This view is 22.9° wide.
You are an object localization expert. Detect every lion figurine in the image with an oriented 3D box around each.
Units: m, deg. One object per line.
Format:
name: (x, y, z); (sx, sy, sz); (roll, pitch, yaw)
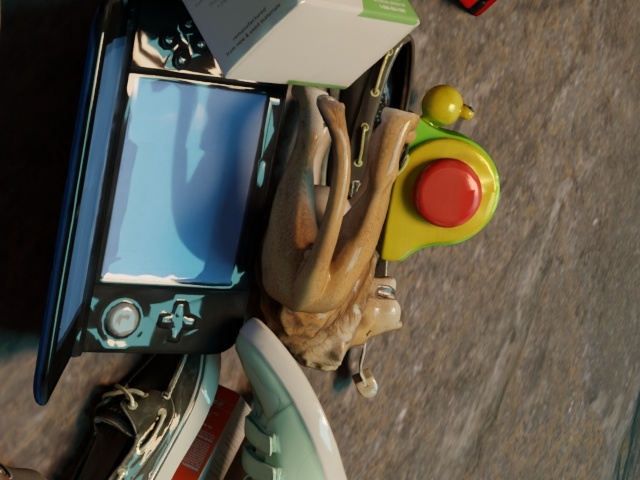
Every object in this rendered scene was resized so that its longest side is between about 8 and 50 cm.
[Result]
lion figurine: (0.000, 0.000, 1.353); (0.392, 0.142, 0.240); (14, 95, -80)

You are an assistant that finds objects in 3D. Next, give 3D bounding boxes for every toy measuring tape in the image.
toy measuring tape: (0.113, 0.006, 1.612); (0.121, 0.121, 0.330); (-7, 110, -54)

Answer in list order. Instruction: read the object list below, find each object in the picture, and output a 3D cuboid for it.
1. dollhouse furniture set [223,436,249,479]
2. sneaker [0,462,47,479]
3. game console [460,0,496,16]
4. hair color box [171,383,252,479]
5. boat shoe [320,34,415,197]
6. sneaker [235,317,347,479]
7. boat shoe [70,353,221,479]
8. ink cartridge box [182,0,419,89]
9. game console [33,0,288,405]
dollhouse furniture set: (0.034, 0.264, 1.524); (0.259, 0.262, 0.135); (35, 71, -23)
sneaker: (-0.266, 0.181, 1.208); (0.158, 0.061, 0.065); (2, 97, -56)
game console: (0.185, -0.306, 1.613); (0.144, 0.085, 0.124); (-42, 115, 10)
hair color box: (-0.123, 0.211, 1.407); (0.093, 0.053, 0.167); (74, 40, -72)
boat shoe: (0.049, -0.097, 1.520); (0.081, 0.068, 0.228); (-25, 124, -48)
sneaker: (-0.060, 0.203, 1.336); (0.151, 0.094, 0.256); (-21, 101, -9)
boat shoe: (-0.153, 0.156, 1.337); (0.070, 0.077, 0.219); (41, 61, -38)
ink cartridge box: (-0.046, -0.231, 1.192); (0.092, 0.219, 0.160); (-40, 159, 29)
game console: (-0.114, -0.032, 1.208); (0.250, 0.173, 0.293); (4, 103, -34)
